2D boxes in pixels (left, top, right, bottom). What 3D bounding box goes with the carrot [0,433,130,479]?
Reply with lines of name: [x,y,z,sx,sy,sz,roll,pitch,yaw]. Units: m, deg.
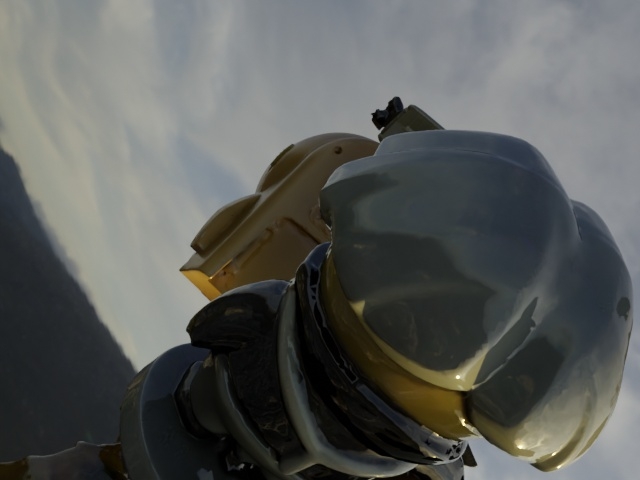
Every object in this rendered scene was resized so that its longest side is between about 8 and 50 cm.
carrot: [-0.280,0.376,0.865,0.241,0.242,0.340,90,-7,-48]

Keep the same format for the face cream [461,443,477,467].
face cream: [0.107,0.245,1.109,0.341,0.084,0.137,125,-53,-65]

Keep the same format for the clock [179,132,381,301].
clock: [0.000,0.000,1.141,0.244,0.317,0.200,46,-11,-15]

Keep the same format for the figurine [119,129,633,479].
figurine: [0.032,0.061,0.399,0.176,0.236,0.133,40,32,-19]

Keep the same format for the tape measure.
tape measure: [0.238,-0.141,1.676,0.271,0.133,0.231,44,-1,28]
